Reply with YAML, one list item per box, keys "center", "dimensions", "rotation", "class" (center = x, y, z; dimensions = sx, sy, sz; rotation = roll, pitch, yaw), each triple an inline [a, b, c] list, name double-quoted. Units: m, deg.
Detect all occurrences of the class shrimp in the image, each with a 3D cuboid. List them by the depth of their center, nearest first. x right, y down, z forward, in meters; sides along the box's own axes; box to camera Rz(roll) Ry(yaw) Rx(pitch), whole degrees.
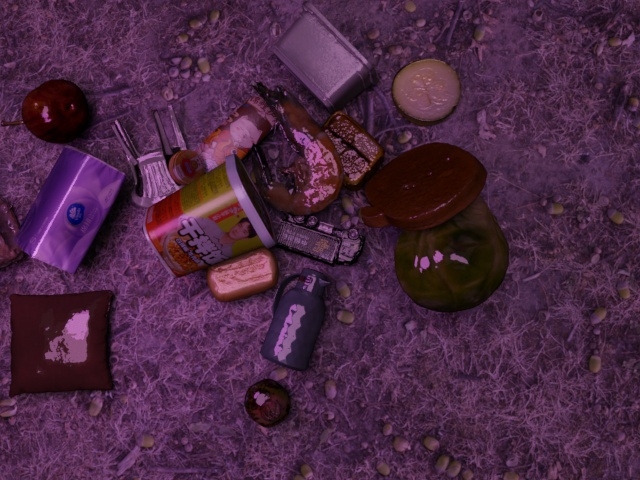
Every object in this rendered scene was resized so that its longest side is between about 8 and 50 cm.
- center: [-0.108, -0.277, 1.737]
  dimensions: [0.272, 0.085, 0.445]
  rotation: [-31, 81, 16]
  class: "shrimp"

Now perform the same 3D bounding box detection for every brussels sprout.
- center: [0.372, 0.029, 1.625]
  dimensions: [0.289, 0.281, 0.355]
  rotation: [-7, 58, 32]
  class: "brussels sprout"

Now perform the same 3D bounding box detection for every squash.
- center: [0.332, -0.468, 1.827]
  dimensions: [0.219, 0.041, 0.220]
  rotation: [-1, 76, 5]
  class: "squash"

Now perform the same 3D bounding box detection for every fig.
- center: [-0.849, -0.393, 1.838]
  dimensions: [0.249, 0.186, 0.204]
  rotation: [-9, 53, 43]
  class: "fig"

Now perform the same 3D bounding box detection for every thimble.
- center: [-1.009, -0.030, 1.759]
  dimensions: [0.148, 0.196, 0.229]
  rotation: [-24, 79, -1]
  class: "thimble"

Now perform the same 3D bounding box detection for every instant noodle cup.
- center: [-0.319, -0.054, 1.664]
  dimensions: [0.307, 0.294, 0.294]
  rotation: [-26, 80, 2]
  class: "instant noodle cup"

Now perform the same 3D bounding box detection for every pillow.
- center: [-0.774, 0.306, 1.738]
  dimensions: [0.305, 0.108, 0.308]
  rotation: [-2, 83, -1]
  class: "pillow"

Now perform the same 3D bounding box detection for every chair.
- center: [-0.511, -0.253, 1.775]
  dimensions: [0.203, 0.190, 0.275]
  rotation: [-18, 109, 1]
  class: "chair"

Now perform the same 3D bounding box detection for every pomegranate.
- center: [-0.154, 0.470, 1.647]
  dimensions: [0.125, 0.163, 0.138]
  rotation: [-29, 102, 15]
  class: "pomegranate"

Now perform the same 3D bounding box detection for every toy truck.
- center: [0.000, 0.000, 1.746]
  dimensions: [0.258, 0.088, 0.121]
  rotation: [18, 81, 8]
  class: "toy truck"

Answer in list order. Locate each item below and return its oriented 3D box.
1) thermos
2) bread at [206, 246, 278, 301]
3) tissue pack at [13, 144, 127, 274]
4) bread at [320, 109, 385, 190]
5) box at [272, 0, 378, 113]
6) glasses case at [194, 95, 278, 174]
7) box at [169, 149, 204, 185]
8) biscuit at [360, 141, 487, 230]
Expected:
- center: [-0.073, 0.220, 1.697]
  dimensions: [0.182, 0.145, 0.287]
  rotation: [12, 78, 39]
  class: "thermos"
- center: [-0.229, 0.098, 1.738]
  dimensions: [0.217, 0.098, 0.148]
  rotation: [-13, 84, 1]
  class: "bread"
- center: [-0.741, -0.102, 1.724]
  dimensions: [0.242, 0.160, 0.339]
  rotation: [18, 80, 48]
  class: "tissue pack"
- center: [0.078, -0.272, 1.781]
  dimensions: [0.181, 0.096, 0.222]
  rotation: [-44, 80, -6]
  class: "bread"
- center: [0.006, -0.549, 1.798]
  dimensions: [0.182, 0.175, 0.312]
  rotation: [-43, 81, 5]
  class: "box"
- center: [-0.262, -0.315, 1.810]
  dimensions: [0.122, 0.082, 0.321]
  rotation: [45, 84, -1]
  class: "glasses case"
- center: [-0.394, -0.215, 1.721]
  dimensions: [0.037, 0.105, 0.106]
  rotation: [-5, 78, 44]
  class: "box"
- center: [0.271, -0.140, 1.631]
  dimensions: [0.350, 0.394, 0.070]
  rotation: [-34, 118, 4]
  class: "biscuit"
